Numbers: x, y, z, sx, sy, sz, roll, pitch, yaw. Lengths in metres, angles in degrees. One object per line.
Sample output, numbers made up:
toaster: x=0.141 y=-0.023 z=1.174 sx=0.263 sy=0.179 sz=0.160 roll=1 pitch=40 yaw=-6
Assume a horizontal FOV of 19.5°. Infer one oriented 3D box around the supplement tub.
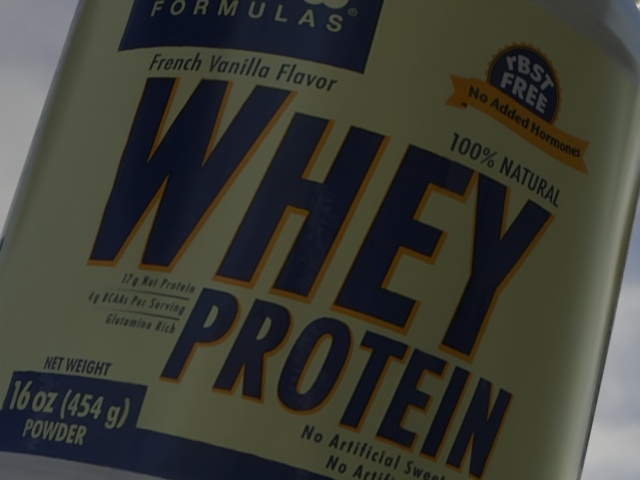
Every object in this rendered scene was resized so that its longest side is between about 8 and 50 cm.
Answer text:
supplement tub: x=0.000 y=0.000 z=0.719 sx=0.235 sy=0.235 sz=0.325 roll=36 pitch=-118 yaw=-48
